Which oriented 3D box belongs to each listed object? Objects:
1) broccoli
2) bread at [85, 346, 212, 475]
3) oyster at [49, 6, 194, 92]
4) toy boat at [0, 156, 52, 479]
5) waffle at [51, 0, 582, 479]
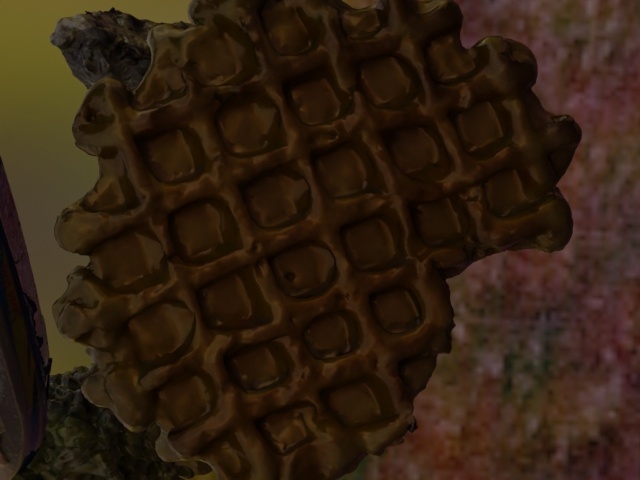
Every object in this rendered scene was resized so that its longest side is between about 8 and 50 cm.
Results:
[{"bbox_3d":[-0.217,0.235,1.351,0.243,0.247,0.263,55,155,9],"label":"broccoli"},{"bbox_3d":[-0.197,0.171,1.827,0.161,0.088,0.233,24,139,37],"label":"bread"},{"bbox_3d":[-0.133,-0.144,1.353,0.125,0.177,0.064,53,131,19],"label":"oyster"},{"bbox_3d":[-0.221,0.062,0.974,0.088,0.129,0.295,-51,-26,-34],"label":"toy boat"},{"bbox_3d":[0.000,0.000,0.769,0.056,0.249,0.253,168,114,-76],"label":"waffle"}]
